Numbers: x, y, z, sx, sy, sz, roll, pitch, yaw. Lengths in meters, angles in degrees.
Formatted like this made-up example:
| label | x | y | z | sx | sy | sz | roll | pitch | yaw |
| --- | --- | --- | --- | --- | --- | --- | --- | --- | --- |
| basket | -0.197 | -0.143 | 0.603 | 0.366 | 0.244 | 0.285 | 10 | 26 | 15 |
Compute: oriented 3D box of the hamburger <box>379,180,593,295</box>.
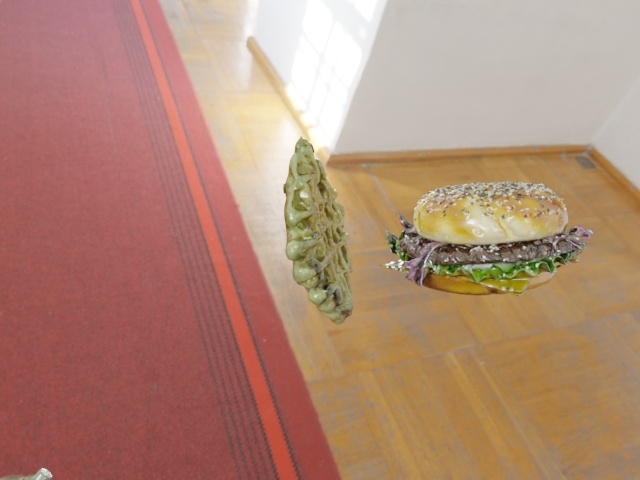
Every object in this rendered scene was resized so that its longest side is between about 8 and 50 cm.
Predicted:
| label | x | y | z | sx | sy | sz | roll | pitch | yaw |
| --- | --- | --- | --- | --- | --- | --- | --- | --- | --- |
| hamburger | 0.148 | -0.007 | 0.520 | 0.189 | 0.093 | 0.164 | 0 | 9 | 31 |

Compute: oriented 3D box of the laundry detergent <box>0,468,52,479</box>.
| label | x | y | z | sx | sy | sz | roll | pitch | yaw |
| --- | --- | --- | --- | --- | --- | --- | --- | --- | --- |
| laundry detergent | -0.535 | 0.482 | 0.897 | 0.253 | 0.091 | 0.181 | -49 | 27 | -9 |

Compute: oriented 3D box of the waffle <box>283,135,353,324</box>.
| label | x | y | z | sx | sy | sz | roll | pitch | yaw |
| --- | --- | --- | --- | --- | --- | --- | --- | --- | --- |
| waffle | -0.003 | 0.001 | 0.731 | 0.054 | 0.223 | 0.204 | -13 | 57 | 13 |
